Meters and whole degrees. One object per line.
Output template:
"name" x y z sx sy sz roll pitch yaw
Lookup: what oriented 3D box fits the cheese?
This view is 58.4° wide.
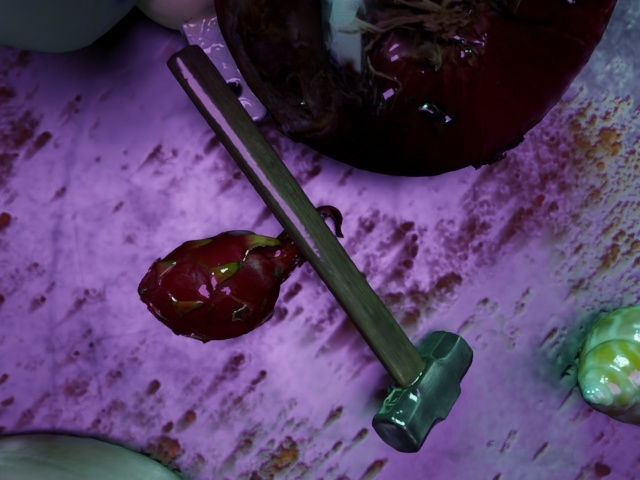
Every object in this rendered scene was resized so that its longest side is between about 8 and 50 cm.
"cheese" -0.106 -0.208 0.502 0.127 0.050 0.235 -25 91 -6

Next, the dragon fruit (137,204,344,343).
"dragon fruit" -0.055 0.027 0.487 0.190 0.094 0.094 -22 91 -18

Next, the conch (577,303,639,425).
"conch" 0.305 0.118 0.517 0.173 0.106 0.116 36 104 -18

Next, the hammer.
"hammer" 0.000 0.000 0.470 0.111 0.043 0.365 -42 101 -36

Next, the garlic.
"garlic" -0.211 0.240 0.463 0.317 0.112 0.143 17 89 5

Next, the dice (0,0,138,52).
"dice" -0.204 -0.299 0.305 0.276 0.304 0.304 30 103 -5

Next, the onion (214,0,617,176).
"onion" 0.071 -0.200 0.447 0.313 0.232 0.314 -1 113 -3
